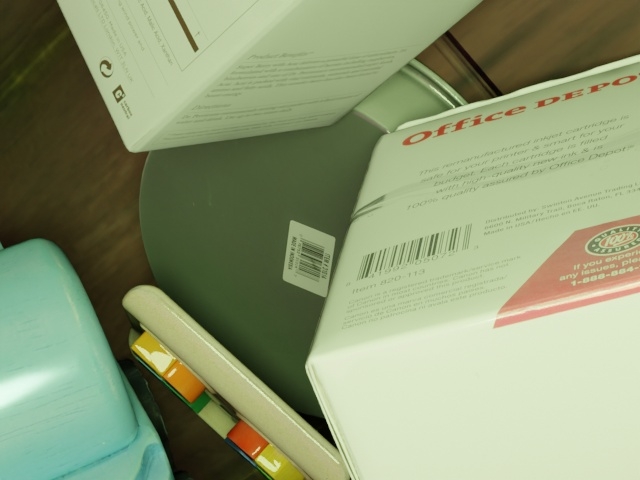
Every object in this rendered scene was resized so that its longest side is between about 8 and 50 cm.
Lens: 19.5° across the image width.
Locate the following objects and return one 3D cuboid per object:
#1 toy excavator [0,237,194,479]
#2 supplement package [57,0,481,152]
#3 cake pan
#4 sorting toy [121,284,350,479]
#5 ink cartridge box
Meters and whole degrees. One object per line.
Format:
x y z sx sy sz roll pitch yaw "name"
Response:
-0.250 0.036 1.272 0.433 0.222 0.445 -128 23 -51 "toy excavator"
0.003 -0.200 1.011 0.293 0.177 0.175 -37 73 40 "supplement package"
0.000 0.000 1.241 0.293 0.054 0.293 15 124 23 "cake pan"
-0.067 0.118 1.298 0.193 0.038 0.208 42 167 3 "sorting toy"
0.125 0.019 0.998 0.207 0.283 0.117 -15 112 17 "ink cartridge box"
